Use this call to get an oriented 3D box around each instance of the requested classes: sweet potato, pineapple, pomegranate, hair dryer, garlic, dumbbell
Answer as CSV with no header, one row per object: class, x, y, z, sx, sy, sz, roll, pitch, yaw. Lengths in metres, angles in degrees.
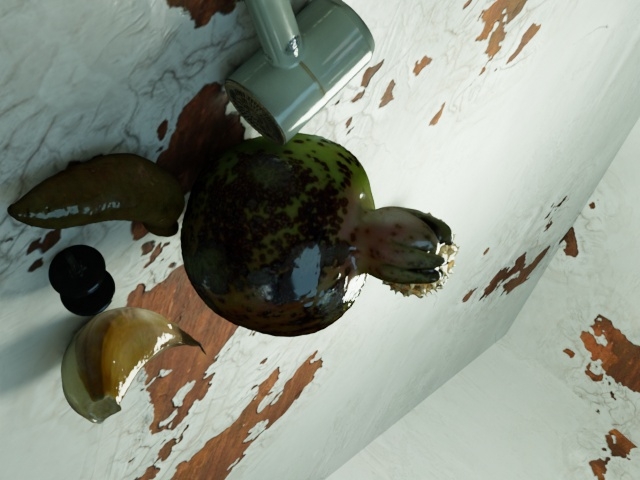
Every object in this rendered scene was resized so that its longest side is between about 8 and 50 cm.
sweet potato,-0.223,-0.050,1.296,0.108,0.079,0.346,-24,168,17
pineapple,0.175,0.034,2.139,0.166,0.166,0.193,-38,175,-26
pomegranate,0.000,0.000,1.432,0.285,0.340,0.285,9,90,-69
hair dryer,-0.046,-0.266,1.250,0.173,0.107,0.357,-47,154,-13
garlic,-0.272,0.147,1.502,0.206,0.128,0.115,-36,116,-45
dumbbell,-0.286,0.049,1.345,0.069,0.069,0.147,-42,159,-17
